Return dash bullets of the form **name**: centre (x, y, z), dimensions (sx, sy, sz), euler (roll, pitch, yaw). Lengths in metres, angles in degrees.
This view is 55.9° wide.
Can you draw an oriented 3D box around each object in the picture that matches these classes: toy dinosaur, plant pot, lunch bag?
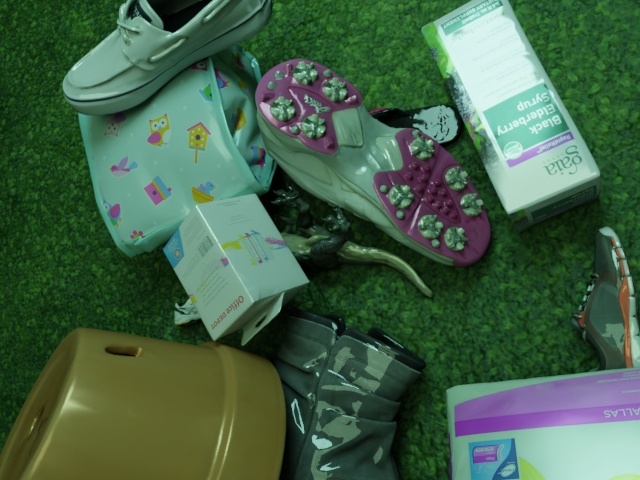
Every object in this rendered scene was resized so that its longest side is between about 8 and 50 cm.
- **toy dinosaur**: centre (0.000, 0.000, 0.710), dimensions (0.268, 0.118, 0.064), euler (9, 50, 24)
- **plant pot**: centre (-0.200, 0.218, 0.624), dimensions (0.291, 0.204, 0.290), euler (-43, 29, 32)
- **lunch bag**: centre (-0.181, -0.127, 0.782), dimensions (0.224, 0.160, 0.262), euler (-23, 66, 18)

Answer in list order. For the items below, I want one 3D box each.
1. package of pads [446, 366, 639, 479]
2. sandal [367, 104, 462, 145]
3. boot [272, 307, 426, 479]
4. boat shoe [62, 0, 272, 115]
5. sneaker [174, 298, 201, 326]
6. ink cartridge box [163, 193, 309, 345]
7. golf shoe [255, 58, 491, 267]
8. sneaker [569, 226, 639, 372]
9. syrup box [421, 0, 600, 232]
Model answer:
- **package of pads**: centre (0.259, 0.227, 0.501), dimensions (0.297, 0.101, 0.229), euler (-13, 46, 22)
- **sandal**: centre (0.078, -0.134, 0.731), dimensions (0.179, 0.040, 0.067), euler (-8, 78, 23)
- **boot**: centre (0.058, 0.219, 0.635), dimensions (0.338, 0.118, 0.222), euler (27, 87, 23)
- **boat shoe**: centre (-0.184, -0.235, 0.682), dimensions (0.268, 0.088, 0.096), euler (-23, 64, 5)
- **sneaker**: centre (-0.161, 0.089, 0.800), dimensions (0.083, 0.032, 0.036), euler (-15, 74, 20)
- **ink cartridge box**: centre (-0.091, 0.036, 0.673), dimensions (0.092, 0.090, 0.143), euler (-43, 73, 39)
- **golf shoe**: centre (0.055, -0.075, 0.690), dimensions (0.306, 0.140, 0.115), euler (40, 68, 0)
- **sneaker**: centre (0.277, 0.065, 0.595), dimensions (0.065, 0.061, 0.157), euler (-10, 75, 29)
- **syrup box**: centre (0.202, -0.137, 0.646), dimensions (0.093, 0.096, 0.236), euler (-25, 70, 18)
